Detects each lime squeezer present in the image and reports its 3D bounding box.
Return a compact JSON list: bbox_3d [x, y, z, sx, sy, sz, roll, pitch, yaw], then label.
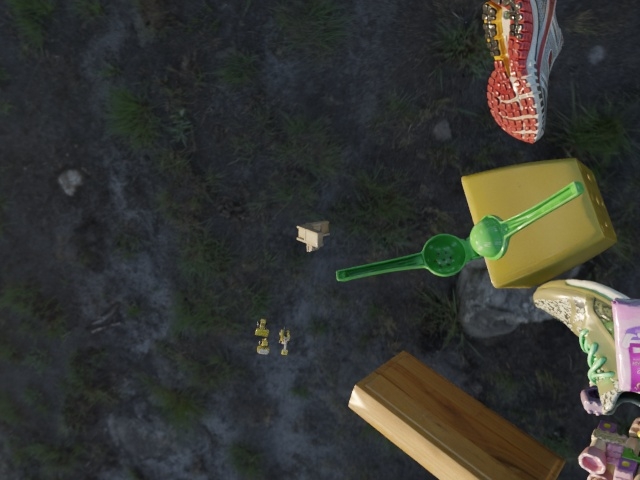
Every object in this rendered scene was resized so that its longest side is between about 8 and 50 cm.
[{"bbox_3d":[0.173,-0.002,0.657,0.310,0.058,0.110,-23,143,34],"label":"lime squeezer"}]

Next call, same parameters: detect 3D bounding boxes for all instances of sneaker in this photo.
[{"bbox_3d":[0.283,-0.233,0.705,0.093,0.088,0.225,-27,128,-16],"label":"sneaker"},{"bbox_3d":[0.523,0.209,0.932,0.182,0.410,0.158,-46,128,-6],"label":"sneaker"}]

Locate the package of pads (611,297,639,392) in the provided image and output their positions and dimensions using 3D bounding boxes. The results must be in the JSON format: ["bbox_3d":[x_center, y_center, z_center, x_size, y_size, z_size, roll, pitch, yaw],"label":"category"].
[{"bbox_3d":[0.282,0.089,0.458,0.050,0.032,0.083,-4,94,35],"label":"package of pads"}]

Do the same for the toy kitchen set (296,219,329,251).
[{"bbox_3d":[0.000,0.000,1.212,0.075,0.083,0.068,21,117,46],"label":"toy kitchen set"}]

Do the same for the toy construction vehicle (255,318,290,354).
[{"bbox_3d":[-0.117,0.237,1.312,0.086,0.098,0.035,12,128,-8],"label":"toy construction vehicle"}]

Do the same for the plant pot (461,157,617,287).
[{"bbox_3d":[0.411,-0.038,0.972,0.187,0.212,0.212,-22,73,35],"label":"plant pot"}]

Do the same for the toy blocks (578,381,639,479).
[{"bbox_3d":[0.801,0.565,1.339,0.289,0.260,0.308,2,114,44],"label":"toy blocks"}]

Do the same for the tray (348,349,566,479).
[{"bbox_3d":[0.283,0.407,1.133,0.411,0.203,0.076,32,123,30],"label":"tray"}]
